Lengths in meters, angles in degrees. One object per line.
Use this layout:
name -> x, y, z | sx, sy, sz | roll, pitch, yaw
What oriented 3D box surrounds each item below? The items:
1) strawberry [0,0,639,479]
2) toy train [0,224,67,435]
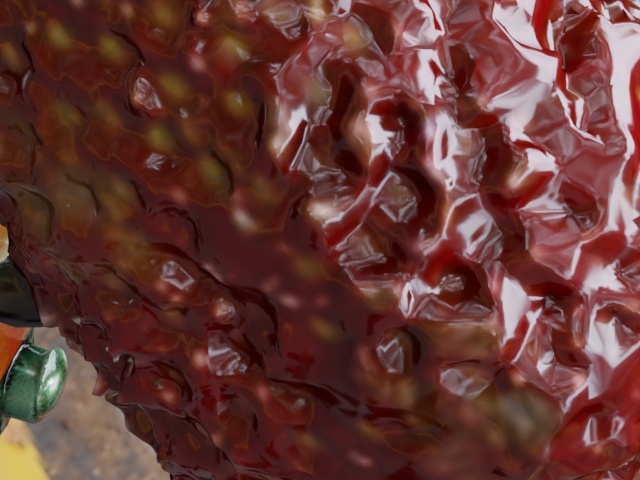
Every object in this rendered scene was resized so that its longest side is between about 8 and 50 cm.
strawberry -> 0.000, 0.000, 0.546 | 0.306, 0.233, 0.137 | 32, 26, -29
toy train -> -0.276, 0.019, 1.023 | 0.286, 0.177, 0.116 | 17, 44, 8
